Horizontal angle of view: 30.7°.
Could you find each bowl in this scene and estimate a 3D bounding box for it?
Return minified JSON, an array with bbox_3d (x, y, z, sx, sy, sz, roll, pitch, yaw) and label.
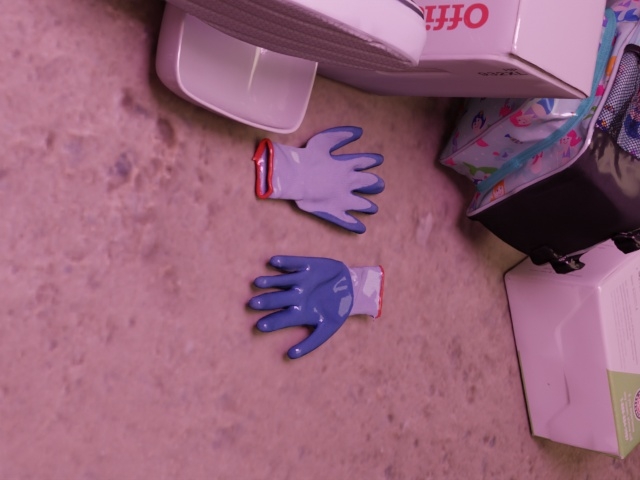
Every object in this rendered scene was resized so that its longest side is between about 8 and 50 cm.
[{"bbox_3d":[-0.063,-0.158,0.872,0.142,0.053,0.142,17,83,-46],"label":"bowl"}]

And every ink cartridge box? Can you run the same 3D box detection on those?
[{"bbox_3d":[0.115,-0.274,0.925,0.129,0.223,0.308,14,84,-48],"label":"ink cartridge box"},{"bbox_3d":[0.365,0.063,1.318,0.353,0.119,0.207,-30,115,-40],"label":"ink cartridge box"}]

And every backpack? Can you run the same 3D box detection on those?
[{"bbox_3d":[0.244,-0.126,1.084,0.191,0.225,0.253,39,63,-9],"label":"backpack"}]

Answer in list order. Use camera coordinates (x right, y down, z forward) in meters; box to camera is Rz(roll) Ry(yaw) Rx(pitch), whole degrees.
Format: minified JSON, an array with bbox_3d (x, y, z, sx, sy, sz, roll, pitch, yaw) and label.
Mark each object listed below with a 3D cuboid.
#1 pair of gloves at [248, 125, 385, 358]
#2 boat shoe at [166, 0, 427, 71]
[{"bbox_3d":[0.000,0.000,0.985,0.159,0.023,0.198,1,94,-46],"label":"pair of gloves"},{"bbox_3d":[-0.066,-0.213,0.748,0.335,0.121,0.119,21,79,-24],"label":"boat shoe"}]
